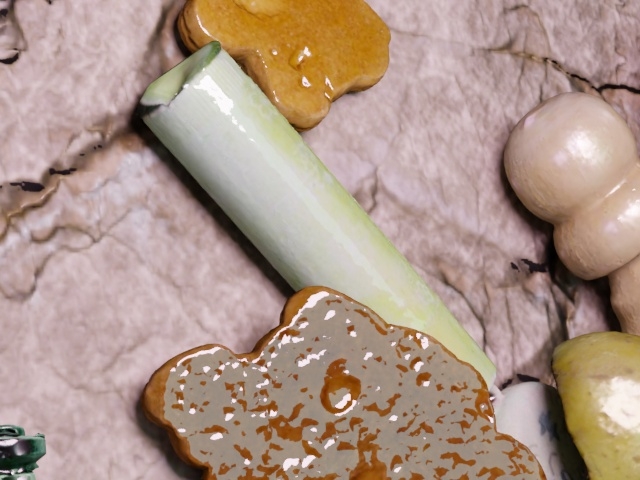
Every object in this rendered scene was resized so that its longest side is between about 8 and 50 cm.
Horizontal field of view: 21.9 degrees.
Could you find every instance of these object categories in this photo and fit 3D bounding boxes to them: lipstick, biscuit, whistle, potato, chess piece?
[{"bbox_3d":[0.000,0.000,1.106,0.304,0.076,0.076,49,51,-13],"label":"lipstick"},{"bbox_3d":[0.017,0.151,1.057,0.290,0.041,0.208,29,75,-15],"label":"biscuit"},{"bbox_3d":[-0.049,-0.199,1.164,0.184,0.035,0.249,-40,100,-41],"label":"biscuit"},{"bbox_3d":[0.180,0.200,1.186,0.258,0.067,0.126,52,38,-18],"label":"whistle"},{"bbox_3d":[0.265,0.165,1.176,0.272,0.111,0.160,56,19,-24],"label":"potato"},{"bbox_3d":[0.240,0.003,1.270,0.261,0.142,0.143,49,51,-4],"label":"chess piece"}]

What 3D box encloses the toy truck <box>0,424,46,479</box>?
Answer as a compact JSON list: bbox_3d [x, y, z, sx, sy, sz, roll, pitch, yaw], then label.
[{"bbox_3d":[-0.208,0.138,0.890,0.154,0.078,0.080,1,75,-39],"label":"toy truck"}]
